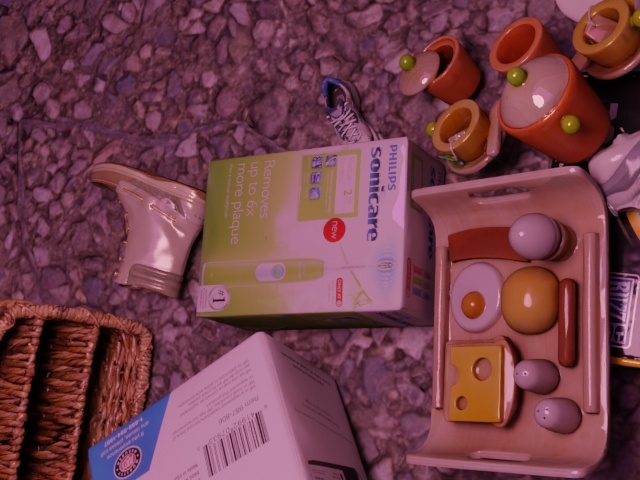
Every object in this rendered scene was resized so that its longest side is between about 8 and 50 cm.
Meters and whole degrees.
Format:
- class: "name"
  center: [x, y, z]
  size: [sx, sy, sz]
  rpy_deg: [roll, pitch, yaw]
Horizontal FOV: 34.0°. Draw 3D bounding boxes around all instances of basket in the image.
- class: "basket"
  center: [-0.384, 0.232, 1.395]
  size: [0.223, 0.213, 0.299]
  rpy_deg: [3, 78, 31]

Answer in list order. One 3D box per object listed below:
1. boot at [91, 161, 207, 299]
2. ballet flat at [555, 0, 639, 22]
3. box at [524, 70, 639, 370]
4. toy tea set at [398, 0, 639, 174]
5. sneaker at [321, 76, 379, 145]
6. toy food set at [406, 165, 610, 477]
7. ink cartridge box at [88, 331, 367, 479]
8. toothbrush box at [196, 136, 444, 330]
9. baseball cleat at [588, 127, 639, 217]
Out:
- class: "boot"
  center: [-0.260, -0.015, 1.474]
  size: [0.213, 0.077, 0.165]
  rpy_deg: [17, 87, 29]
- class: "ballet flat"
  center: [0.435, -0.311, 1.122]
  size: [0.400, 0.139, 0.139]
  rpy_deg: [5, 79, 31]
- class: "box"
  center: [0.370, -0.018, 1.112]
  size: [0.257, 0.079, 0.322]
  rpy_deg: [5, 79, 33]
- class: "toy tea set"
  center: [0.193, -0.182, 1.158]
  size: [0.336, 0.124, 0.200]
  rpy_deg: [-3, 61, 52]
- class: "sneaker"
  center: [0.031, -0.154, 1.354]
  size: [0.052, 0.058, 0.135]
  rpy_deg: [-32, 64, 19]
- class: "toy food set"
  center: [0.182, 0.086, 1.096]
  size: [0.219, 0.092, 0.306]
  rpy_deg: [-7, 75, 43]
- class: "ink cartridge box"
  center: [-0.085, 0.351, 1.165]
  size: [0.285, 0.166, 0.395]
  rpy_deg: [-35, 46, 17]
- class: "toothbrush box"
  center: [0.000, 0.000, 1.293]
  size: [0.283, 0.122, 0.206]
  rpy_deg: [-3, 75, 28]
- class: "baseball cleat"
  center: [0.377, -0.090, 1.052]
  size: [0.206, 0.072, 0.109]
  rpy_deg: [-30, 76, 26]
